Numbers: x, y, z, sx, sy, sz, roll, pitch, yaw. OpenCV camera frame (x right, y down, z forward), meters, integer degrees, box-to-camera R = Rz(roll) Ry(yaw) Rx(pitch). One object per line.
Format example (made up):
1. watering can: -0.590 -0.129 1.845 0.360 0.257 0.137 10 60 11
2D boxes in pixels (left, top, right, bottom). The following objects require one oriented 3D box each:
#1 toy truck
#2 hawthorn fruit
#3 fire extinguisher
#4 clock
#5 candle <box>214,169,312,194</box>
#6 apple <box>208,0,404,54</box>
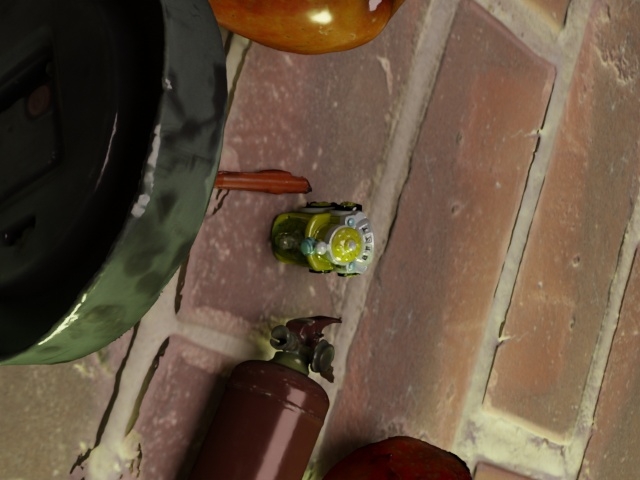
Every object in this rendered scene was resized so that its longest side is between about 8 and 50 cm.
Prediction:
1. toy truck: 0.000 0.000 1.125 0.076 0.111 0.076 -6 98 -36
2. hawthorn fruit: 0.060 0.307 1.180 0.235 0.181 0.181 -15 104 -31
3. fire extinguisher: -0.057 0.215 1.109 0.337 0.106 0.147 -67 156 -14
4. clock: -0.198 -0.071 0.795 0.067 0.325 0.325 16 84 -48
5. candle: -0.079 -0.058 1.106 0.167 0.021 0.026 -1 69 -41
6. apple: -0.017 -0.275 1.009 0.234 0.234 0.234 -6 98 -42
